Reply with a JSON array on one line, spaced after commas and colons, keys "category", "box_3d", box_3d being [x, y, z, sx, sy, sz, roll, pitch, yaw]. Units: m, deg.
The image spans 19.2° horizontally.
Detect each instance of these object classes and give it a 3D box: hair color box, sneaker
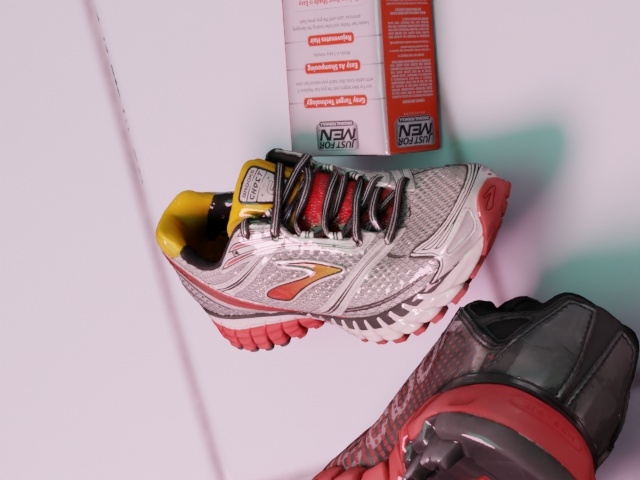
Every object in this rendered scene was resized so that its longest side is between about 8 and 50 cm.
[{"category": "hair color box", "box_3d": [0.019, -0.115, 0.985, 0.072, 0.043, 0.141, 1, 96, 44]}, {"category": "sneaker", "box_3d": [0.073, 0.101, 0.929, 0.097, 0.135, 0.276, 37, 153, -3]}, {"category": "sneaker", "box_3d": [0.000, 0.000, 0.966, 0.225, 0.088, 0.093, -14, 131, 43]}]
